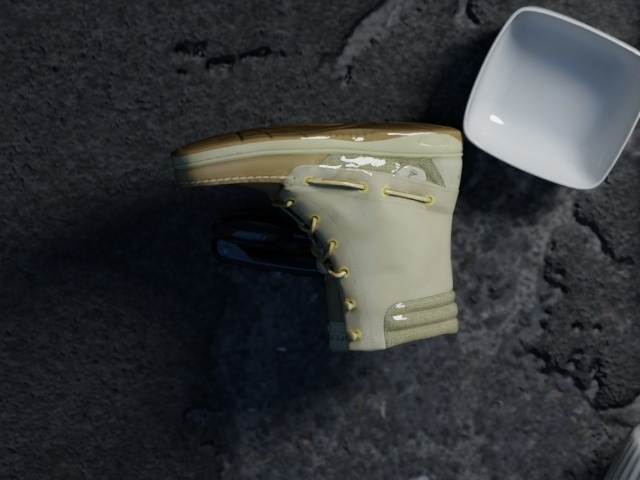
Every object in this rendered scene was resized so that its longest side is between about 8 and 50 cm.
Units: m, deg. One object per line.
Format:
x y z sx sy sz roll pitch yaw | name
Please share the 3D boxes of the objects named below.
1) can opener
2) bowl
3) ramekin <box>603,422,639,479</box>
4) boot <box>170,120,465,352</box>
-0.010 0.011 1.726 0.186 0.073 0.059 11 105 -5 | can opener
0.206 -0.129 1.634 0.142 0.053 0.142 23 113 -1 | bowl
0.351 0.240 1.680 0.207 0.207 0.109 19 105 2 | ramekin
0.000 0.000 1.649 0.262 0.095 0.203 -3 101 -17 | boot
